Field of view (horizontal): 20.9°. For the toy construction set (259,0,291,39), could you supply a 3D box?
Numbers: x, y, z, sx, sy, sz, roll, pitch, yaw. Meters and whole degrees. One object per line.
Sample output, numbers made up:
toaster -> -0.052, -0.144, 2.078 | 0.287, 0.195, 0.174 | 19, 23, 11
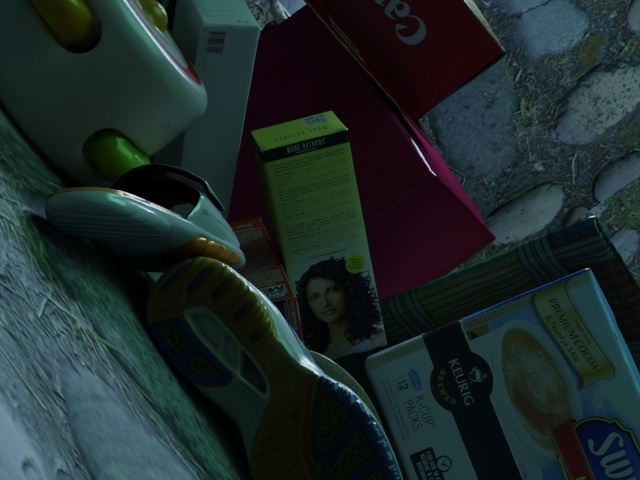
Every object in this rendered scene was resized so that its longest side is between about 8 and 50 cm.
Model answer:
toy construction set -> -0.050, -0.162, 2.277 | 0.309, 0.237, 0.257 | 54, 5, -11

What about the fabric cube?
fabric cube -> -0.003, -0.058, 1.934 | 0.258, 0.259, 0.254 | 57, 7, 23

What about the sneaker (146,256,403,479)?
sneaker -> -0.017, 0.138, 1.377 | 0.296, 0.112, 0.131 | 56, 5, 14

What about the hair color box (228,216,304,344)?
hair color box -> -0.058, 0.057, 1.659 | 0.167, 0.053, 0.093 | -114, -166, -59

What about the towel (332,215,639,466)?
towel -> 0.178, 0.136, 1.831 | 0.271, 0.370, 0.040 | 52, 27, -32

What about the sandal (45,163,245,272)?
sandal -> -0.131, -0.028, 1.374 | 0.265, 0.102, 0.076 | 37, 53, -69

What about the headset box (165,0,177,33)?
headset box -> -0.253, -0.308, 1.984 | 0.283, 0.131, 0.246 | 56, 5, 24

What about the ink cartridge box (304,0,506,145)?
ink cartridge box -> 0.052, -0.290, 1.848 | 0.309, 0.130, 0.272 | 45, 13, -34

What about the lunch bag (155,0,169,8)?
lunch bag -> -0.227, -0.380, 1.734 | 0.256, 0.212, 0.305 | 49, 37, -35

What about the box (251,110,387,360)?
box -> 0.000, 0.000, 1.651 | 0.058, 0.087, 0.232 | -120, -164, -65

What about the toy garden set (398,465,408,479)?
toy garden set -> 0.045, 0.226, 1.725 | 0.244, 0.049, 0.204 | 53, 7, -11

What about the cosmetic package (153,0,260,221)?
cosmetic package -> -0.111, -0.114, 1.626 | 0.099, 0.060, 0.239 | -120, -145, -52

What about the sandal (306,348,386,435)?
sandal -> 0.026, 0.199, 1.504 | 0.240, 0.088, 0.079 | 60, 2, -4

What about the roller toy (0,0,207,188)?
roller toy -> -0.194, -0.157, 1.474 | 0.209, 0.146, 0.191 | 52, 6, -23

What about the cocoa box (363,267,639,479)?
cocoa box -> 0.220, 0.237, 1.613 | 0.231, 0.228, 0.347 | 43, 25, -73
